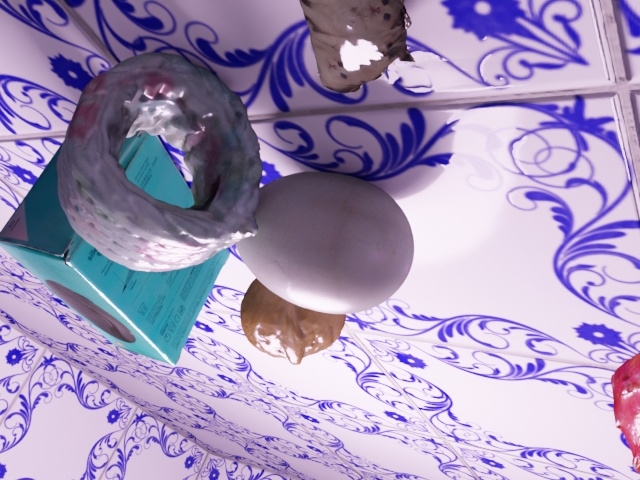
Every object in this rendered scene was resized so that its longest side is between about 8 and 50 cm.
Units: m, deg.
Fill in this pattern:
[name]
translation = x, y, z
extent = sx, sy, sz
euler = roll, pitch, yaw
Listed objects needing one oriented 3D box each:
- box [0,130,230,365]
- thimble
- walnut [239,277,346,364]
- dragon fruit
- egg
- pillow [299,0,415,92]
[box]
translation = -0.254, 0.009, 0.901
extent = 0.118, 0.205, 0.311
euler = 10, 151, 20
[thimble]
translation = -0.159, -0.068, 0.687
extent = 0.211, 0.185, 0.149
euler = 50, 148, -7
[walnut]
translation = -0.040, 0.105, 0.973
extent = 0.166, 0.149, 0.166
euler = -4, 141, -3
[dragon fruit]
translation = 0.450, 0.241, 0.839
extent = 0.262, 0.163, 0.189
euler = 42, 176, -33
[egg]
translation = 0.000, 0.000, 0.735
extent = 0.209, 0.151, 0.151
euler = 13, 151, 27
[pillow]
translation = 0.024, -0.188, 0.482
extent = 0.093, 0.051, 0.241
euler = 19, 152, 21
